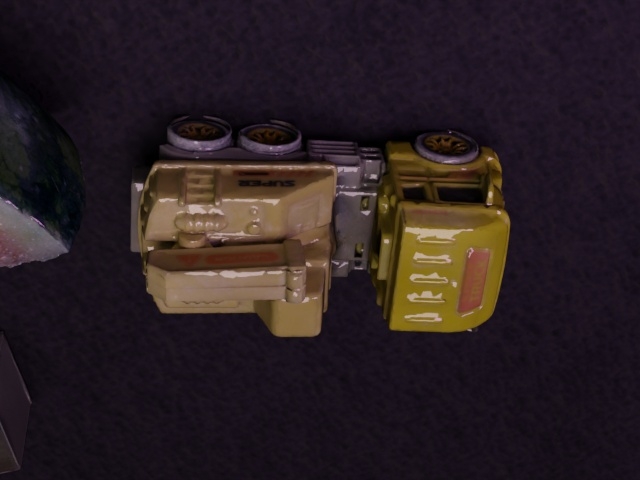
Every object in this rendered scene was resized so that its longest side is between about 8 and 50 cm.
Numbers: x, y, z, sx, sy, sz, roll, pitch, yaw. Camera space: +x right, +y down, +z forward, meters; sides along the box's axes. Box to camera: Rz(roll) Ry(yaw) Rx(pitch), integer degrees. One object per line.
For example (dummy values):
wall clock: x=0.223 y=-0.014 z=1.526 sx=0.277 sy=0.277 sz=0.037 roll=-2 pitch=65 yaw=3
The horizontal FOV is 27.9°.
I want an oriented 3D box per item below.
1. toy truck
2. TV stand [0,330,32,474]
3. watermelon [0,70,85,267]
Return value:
toy truck: x=0.000 y=0.000 z=0.916 sx=0.272 sy=0.157 sz=0.124 roll=3 pitch=121 yaw=-7
TV stand: x=-0.373 y=0.153 z=1.016 sx=0.269 sy=0.088 sz=0.082 roll=-11 pitch=124 yaw=2
watermelon: x=-0.293 y=-0.042 z=0.829 sx=0.262 sy=0.213 sz=0.201 roll=22 pitch=118 yaw=-18
